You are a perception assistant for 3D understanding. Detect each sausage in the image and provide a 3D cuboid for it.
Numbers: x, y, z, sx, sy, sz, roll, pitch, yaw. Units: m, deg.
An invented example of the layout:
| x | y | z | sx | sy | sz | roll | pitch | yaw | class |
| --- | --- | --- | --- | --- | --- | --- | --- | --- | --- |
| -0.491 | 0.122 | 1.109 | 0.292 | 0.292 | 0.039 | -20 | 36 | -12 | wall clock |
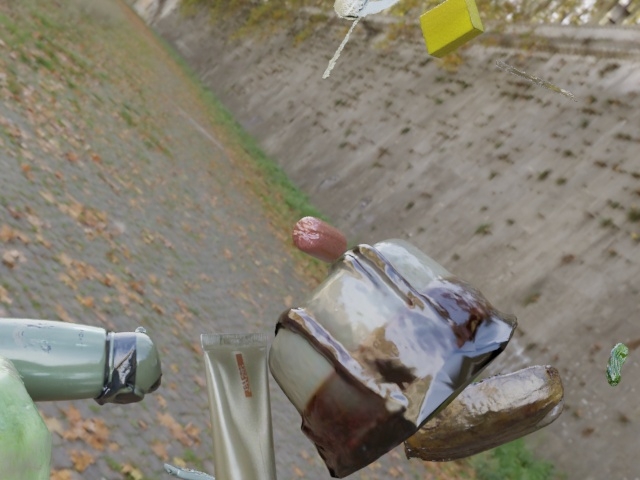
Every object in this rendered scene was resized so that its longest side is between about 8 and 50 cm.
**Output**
| x | y | z | sx | sy | sz | roll | pitch | yaw | class |
| --- | --- | --- | --- | --- | --- | --- | --- | --- | --- |
| 0.000 | 0.000 | 1.299 | 0.062 | 0.062 | 0.154 | 45 | 7 | 22 | sausage |

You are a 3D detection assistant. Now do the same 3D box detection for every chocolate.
| x | y | z | sx | sy | sz | roll | pitch | yaw | class |
| --- | --- | --- | --- | --- | --- | --- | --- | --- | --- |
| 0.056 | 0.112 | 0.881 | 0.186 | 0.283 | 0.283 | 48 | 3 | 2 | chocolate |

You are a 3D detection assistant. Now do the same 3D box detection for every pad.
| x | y | z | sx | sy | sz | roll | pitch | yaw | class |
| --- | --- | --- | --- | --- | --- | --- | --- | --- | --- |
| 0.392 | -0.293 | 1.408 | 0.157 | 0.003 | 0.112 | 25 | 22 | 4 | pad |

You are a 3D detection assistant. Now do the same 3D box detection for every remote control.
| x | y | z | sx | sy | sz | roll | pitch | yaw | class |
| --- | --- | --- | --- | --- | --- | --- | --- | --- | --- |
| -0.261 | 0.514 | 1.659 | 0.061 | 0.029 | 0.162 | 2 | -22 | 47 | remote control |

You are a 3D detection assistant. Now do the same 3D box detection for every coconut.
| x | y | z | sx | sy | sz | roll | pitch | yaw | class |
| --- | --- | --- | --- | --- | --- | --- | --- | --- | --- |
| -0.571 | 0.350 | 1.221 | 0.328 | 0.328 | 0.281 | 45 | 26 | 23 | coconut |

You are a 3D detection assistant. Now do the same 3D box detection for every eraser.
| x | y | z | sx | sy | sz | roll | pitch | yaw | class |
| --- | --- | --- | --- | --- | --- | --- | --- | --- | --- |
| 0.282 | -0.466 | 1.669 | 0.045 | 0.122 | 0.097 | 4 | 69 | -46 | eraser |

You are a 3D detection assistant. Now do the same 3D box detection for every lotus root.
| x | y | z | sx | sy | sz | roll | pitch | yaw | class |
| --- | --- | --- | --- | --- | --- | --- | --- | --- | --- |
| 0.311 | 0.344 | 1.448 | 0.078 | 0.329 | 0.167 | -108 | 173 | -60 | lotus root |

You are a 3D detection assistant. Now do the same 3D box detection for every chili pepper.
| x | y | z | sx | sy | sz | roll | pitch | yaw | class |
| --- | --- | --- | --- | --- | --- | --- | --- | --- | --- |
| 0.558 | 0.230 | 1.454 | 0.030 | 0.091 | 0.034 | 9 | -36 | 29 | chili pepper |

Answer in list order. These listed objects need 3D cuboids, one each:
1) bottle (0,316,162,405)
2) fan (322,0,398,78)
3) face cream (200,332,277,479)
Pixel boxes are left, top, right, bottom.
| x | y | z | sx | sy | sz | roll | pitch | yaw | class |
| --- | --- | --- | --- | --- | --- | --- | --- | --- | --- |
| -0.497 | 0.247 | 1.568 | 0.347 | 0.168 | 0.168 | 5 | 15 | -14 | bottle |
| 0.075 | -0.418 | 1.390 | 0.191 | 0.329 | 0.009 | 11 | -26 | 42 | fan |
| -0.107 | 0.301 | 1.081 | 0.137 | 0.084 | 0.341 | 7 | 74 | -52 | face cream |
